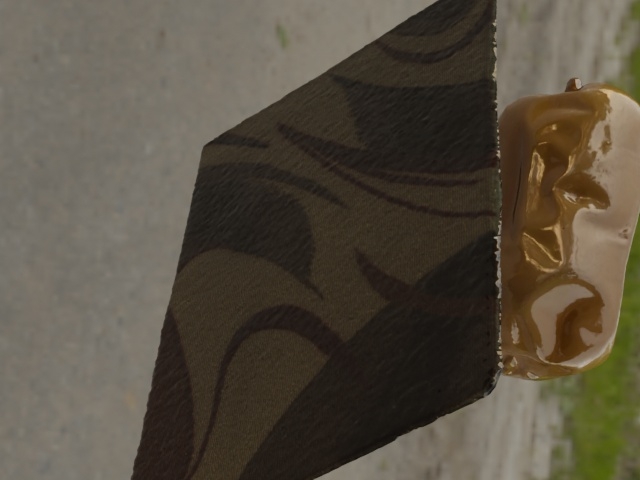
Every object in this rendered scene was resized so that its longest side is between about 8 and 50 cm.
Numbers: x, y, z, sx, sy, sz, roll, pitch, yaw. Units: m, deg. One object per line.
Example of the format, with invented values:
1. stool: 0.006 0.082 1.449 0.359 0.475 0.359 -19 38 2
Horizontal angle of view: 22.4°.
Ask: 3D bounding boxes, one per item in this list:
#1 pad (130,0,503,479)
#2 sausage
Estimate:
1. pad: 0.000 0.000 0.812 0.004 0.220 0.330 45 30 -28
2. sausage: 0.177 -0.012 1.232 0.120 0.136 0.241 83 25 -72
